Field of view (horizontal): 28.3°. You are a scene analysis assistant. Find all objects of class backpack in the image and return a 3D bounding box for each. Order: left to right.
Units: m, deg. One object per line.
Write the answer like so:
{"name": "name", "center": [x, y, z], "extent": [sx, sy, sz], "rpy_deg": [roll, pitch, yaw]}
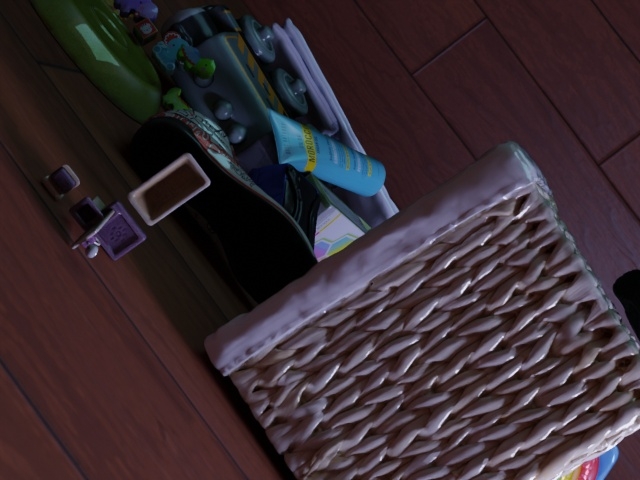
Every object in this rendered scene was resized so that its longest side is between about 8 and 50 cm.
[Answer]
{"name": "backpack", "center": [-0.056, -0.013, 1.482], "extent": [0.098, 0.101, 0.120], "rpy_deg": [36, 51, -51]}

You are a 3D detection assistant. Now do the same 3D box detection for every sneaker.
{"name": "sneaker", "center": [-0.090, -0.038, 1.389], "extent": [0.270, 0.090, 0.145], "rpy_deg": [46, 11, -8]}
{"name": "sneaker", "center": [0.328, 0.086, 1.212], "extent": [0.089, 0.051, 0.170], "rpy_deg": [53, 9, -25]}

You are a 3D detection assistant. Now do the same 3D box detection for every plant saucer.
{"name": "plant saucer", "center": [-0.261, -0.242, 1.502], "extent": [0.241, 0.037, 0.241], "rpy_deg": [52, 9, -11]}

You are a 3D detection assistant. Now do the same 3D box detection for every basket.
{"name": "basket", "center": [0.128, 0.113, 1.189], "extent": [0.266, 0.331, 0.328], "rpy_deg": [57, 9, 10]}

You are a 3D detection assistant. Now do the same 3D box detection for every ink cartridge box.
{"name": "ink cartridge box", "center": [0.000, 0.000, 1.677], "extent": [0.062, 0.109, 0.209], "rpy_deg": [58, 10, 29]}

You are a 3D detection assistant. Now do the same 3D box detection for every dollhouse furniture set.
{"name": "dollhouse furniture set", "center": [-0.156, -0.038, 1.008], "extent": [0.091, 0.114, 0.081], "rpy_deg": [54, 13, -10]}

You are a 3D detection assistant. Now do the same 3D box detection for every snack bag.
{"name": "snack bag", "center": [-0.011, -0.130, 1.914], "extent": [0.342, 0.037, 0.323], "rpy_deg": [61, -19, 4]}

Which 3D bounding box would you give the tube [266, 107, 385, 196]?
{"name": "tube", "center": [0.004, -0.107, 1.647], "extent": [0.207, 0.052, 0.080], "rpy_deg": [19, 46, -49]}

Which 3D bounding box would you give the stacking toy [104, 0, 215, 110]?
{"name": "stacking toy", "center": [-0.205, -0.263, 1.592], "extent": [0.221, 0.052, 0.167], "rpy_deg": [54, -20, 6]}

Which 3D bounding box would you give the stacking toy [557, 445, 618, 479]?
{"name": "stacking toy", "center": [0.322, 0.341, 1.965], "extent": [0.175, 0.166, 0.302], "rpy_deg": [40, 14, 25]}

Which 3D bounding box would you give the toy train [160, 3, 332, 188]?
{"name": "toy train", "center": [-0.097, -0.173, 1.720], "extent": [0.334, 0.142, 0.190], "rpy_deg": [61, 17, 1]}
